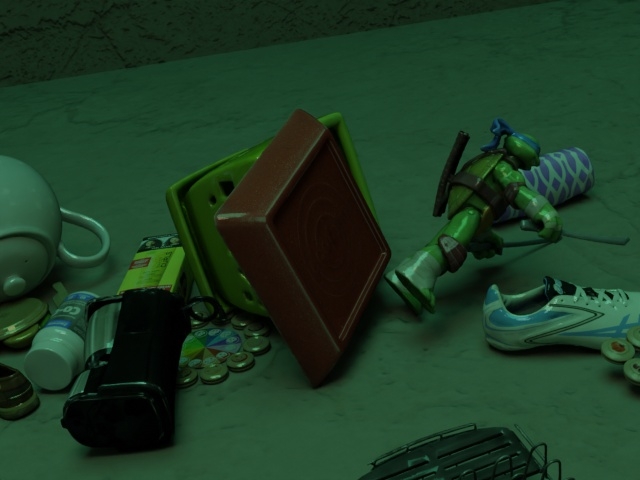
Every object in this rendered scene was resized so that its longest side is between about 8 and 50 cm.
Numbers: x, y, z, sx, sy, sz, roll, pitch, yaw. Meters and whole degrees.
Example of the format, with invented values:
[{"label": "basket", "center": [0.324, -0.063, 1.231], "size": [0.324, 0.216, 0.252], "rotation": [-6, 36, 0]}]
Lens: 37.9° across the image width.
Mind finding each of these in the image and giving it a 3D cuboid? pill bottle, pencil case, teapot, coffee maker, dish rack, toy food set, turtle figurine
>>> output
[{"label": "pill bottle", "center": [-0.332, 0.132, 1.231], "size": [0.078, 0.078, 0.137], "rotation": [-3, 26, 11]}, {"label": "pencil case", "center": [0.332, -0.086, 1.478], "size": [0.206, 0.086, 0.088], "rotation": [-16, -1, -17]}, {"label": "teapot", "center": [-0.487, 0.008, 1.407], "size": [0.256, 0.252, 0.187], "rotation": [-40, 61, -1]}, {"label": "coffee maker", "center": [-0.207, 0.143, 1.094], "size": [0.171, 0.120, 0.178], "rotation": [-26, 34, 13]}, {"label": "dish rack", "center": [0.152, 0.254, 0.798], "size": [0.208, 0.074, 0.271], "rotation": [-15, 37, -18]}, {"label": "toy food set", "center": [-0.448, 0.126, 1.340], "size": [0.192, 0.039, 0.132], "rotation": [-23, 21, -16]}, {"label": "turtle figurine", "center": [0.232, 0.009, 1.217], "size": [0.266, 0.275, 0.198], "rotation": [-42, 32, -8]}]

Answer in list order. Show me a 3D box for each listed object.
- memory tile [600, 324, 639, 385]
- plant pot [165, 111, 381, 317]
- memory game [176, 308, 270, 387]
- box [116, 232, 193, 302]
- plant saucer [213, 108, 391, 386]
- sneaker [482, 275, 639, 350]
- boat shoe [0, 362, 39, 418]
[{"label": "memory tile", "center": [0.392, 0.140, 1.021], "size": [0.113, 0.012, 0.148], "rotation": [-20, 41, -19]}, {"label": "plant pot", "center": [-0.069, -0.027, 1.287], "size": [0.207, 0.227, 0.228], "rotation": [-10, 15, 35]}, {"label": "memory game", "center": [-0.156, 0.138, 1.239], "size": [0.186, 0.012, 0.186], "rotation": [-7, 25, 3]}, {"label": "box", "center": [-0.236, 0.059, 1.363], "size": [0.087, 0.058, 0.232], "rotation": [-7, 23, 4]}, {"label": "plant saucer", "center": [0.000, 0.000, 1.148], "size": [0.047, 0.259, 0.258], "rotation": [-12, 30, 33]}, {"label": "sneaker", "center": [0.314, 0.084, 1.122], "size": [0.237, 0.086, 0.085], "rotation": [-5, 24, 5]}, {"label": "boat shoe", "center": [-0.433, 0.174, 1.195], "size": [0.177, 0.060, 0.064], "rotation": [9, 31, 33]}]
